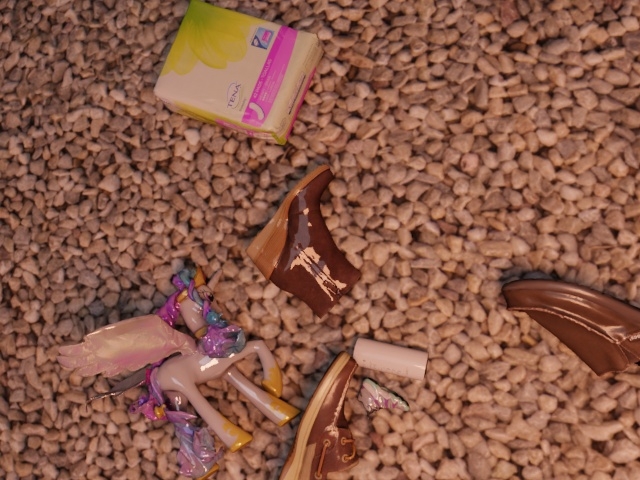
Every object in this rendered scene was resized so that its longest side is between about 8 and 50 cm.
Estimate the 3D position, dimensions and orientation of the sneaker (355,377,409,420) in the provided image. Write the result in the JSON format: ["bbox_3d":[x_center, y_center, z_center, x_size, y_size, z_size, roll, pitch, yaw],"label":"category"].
[{"bbox_3d":[0.111,0.307,1.135,0.098,0.038,0.069,28,91,24],"label":"sneaker"}]

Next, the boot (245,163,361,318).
[{"bbox_3d":[0.000,0.000,1.193,0.207,0.090,0.248,38,90,3],"label":"boot"}]

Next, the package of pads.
[{"bbox_3d":[-0.171,-0.340,1.257,0.296,0.101,0.229,21,86,15],"label":"package of pads"}]

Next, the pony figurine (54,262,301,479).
[{"bbox_3d":[-0.257,0.242,1.133,0.351,0.303,0.363,-29,71,-25],"label":"pony figurine"}]

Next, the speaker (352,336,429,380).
[{"bbox_3d":[0.130,0.219,1.132,0.136,0.055,0.055,10,84,14],"label":"speaker"}]

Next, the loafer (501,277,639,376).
[{"bbox_3d":[0.475,0.162,1.020,0.366,0.134,0.130,19,86,15],"label":"loafer"}]

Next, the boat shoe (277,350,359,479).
[{"bbox_3d":[0.014,0.372,1.111,0.123,0.123,0.342,21,91,6],"label":"boat shoe"}]
